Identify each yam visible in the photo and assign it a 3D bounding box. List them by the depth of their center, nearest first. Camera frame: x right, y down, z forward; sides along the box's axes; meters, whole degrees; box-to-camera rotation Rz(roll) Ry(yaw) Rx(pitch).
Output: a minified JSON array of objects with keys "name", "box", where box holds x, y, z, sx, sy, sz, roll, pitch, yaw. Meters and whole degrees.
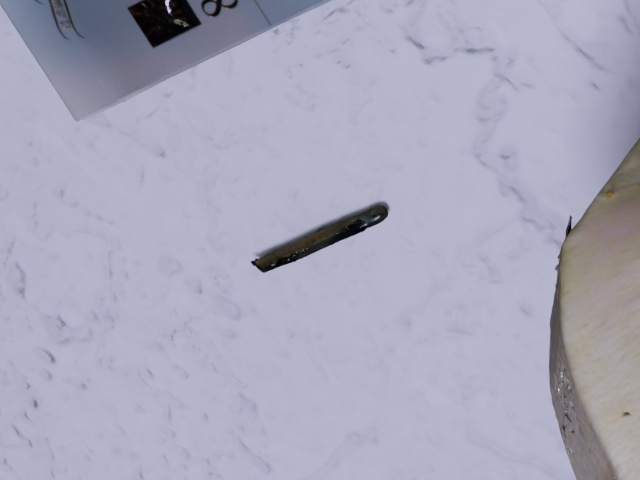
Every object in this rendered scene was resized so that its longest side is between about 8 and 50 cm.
[{"name":"yam","box":[0.000,0.000,1.151,0.107,0.014,0.014,-23,110,26]}]

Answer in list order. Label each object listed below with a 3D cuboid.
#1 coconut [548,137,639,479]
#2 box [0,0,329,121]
[{"name":"coconut","box":[0.282,0.057,0.892,0.352,0.352,0.352,8,121,13]},{"name":"box","box":[-0.087,-0.189,1.040,0.243,0.067,0.155,-21,109,26]}]
